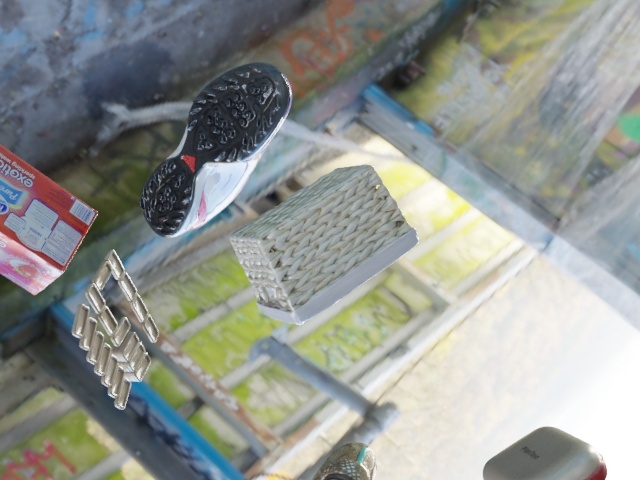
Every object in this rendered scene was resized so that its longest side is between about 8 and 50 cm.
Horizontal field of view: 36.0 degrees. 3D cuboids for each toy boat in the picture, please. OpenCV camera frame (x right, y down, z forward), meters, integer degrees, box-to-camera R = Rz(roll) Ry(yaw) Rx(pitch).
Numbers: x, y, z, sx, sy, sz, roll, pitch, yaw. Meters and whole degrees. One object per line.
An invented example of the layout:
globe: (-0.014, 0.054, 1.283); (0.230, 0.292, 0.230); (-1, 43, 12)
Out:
toy boat: (0.344, 0.374, 1.459); (0.151, 0.151, 0.231); (-30, -174, -7)

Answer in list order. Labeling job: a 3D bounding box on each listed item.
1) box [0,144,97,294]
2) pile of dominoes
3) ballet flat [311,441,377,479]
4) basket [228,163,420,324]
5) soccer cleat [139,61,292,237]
box: (-0.493, -0.048, 1.503); (0.122, 0.257, 0.128); (-30, -149, 47)
pile of dominoes: (-0.399, 0.173, 1.868); (0.196, 0.040, 0.251); (-66, 146, -44)
ballet flat: (0.014, 0.278, 1.062); (0.067, 0.073, 0.206); (-57, 180, -40)
basket: (0.000, 0.000, 1.044); (0.167, 0.103, 0.113); (-33, -167, -19)
soccer cleat: (-0.121, -0.121, 1.282); (0.116, 0.108, 0.318); (-23, 162, -49)
